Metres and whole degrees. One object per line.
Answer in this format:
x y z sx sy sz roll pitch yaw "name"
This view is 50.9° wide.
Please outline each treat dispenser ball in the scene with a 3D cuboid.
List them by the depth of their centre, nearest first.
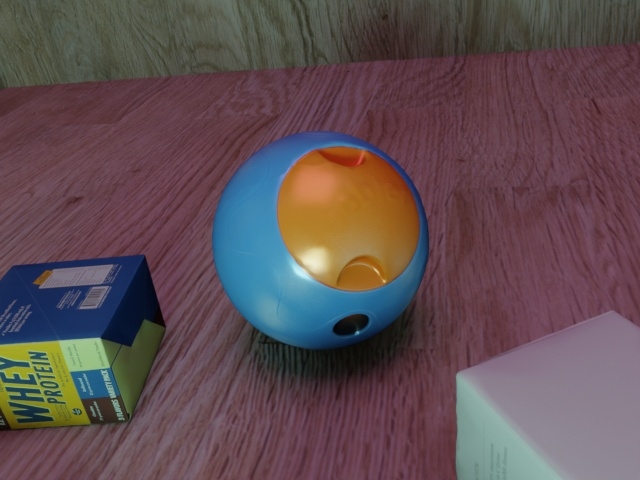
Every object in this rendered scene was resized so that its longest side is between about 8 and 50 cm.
0.000 0.000 0.897 0.288 0.288 0.288 -6 29 3 "treat dispenser ball"

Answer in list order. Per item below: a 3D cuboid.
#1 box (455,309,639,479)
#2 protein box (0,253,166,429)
0.258 0.241 0.467 0.168 0.215 0.345 -17 30 -17 "box"
-0.342 0.131 0.905 0.201 0.136 0.200 -5 29 6 "protein box"
